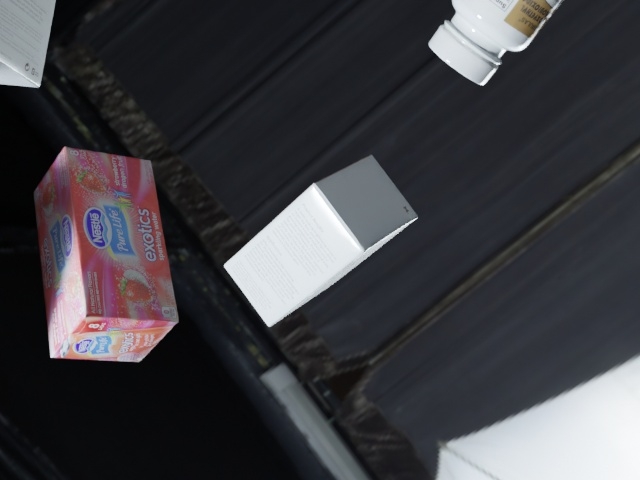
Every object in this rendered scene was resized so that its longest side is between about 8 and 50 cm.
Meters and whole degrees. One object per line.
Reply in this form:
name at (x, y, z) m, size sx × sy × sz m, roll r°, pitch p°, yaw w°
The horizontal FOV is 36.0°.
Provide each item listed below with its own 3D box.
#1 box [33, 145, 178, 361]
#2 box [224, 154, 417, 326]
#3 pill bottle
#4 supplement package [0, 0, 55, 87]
box at (-0.336, 0.022, 1.515) m, size 0.154 × 0.142 × 0.300 m, roll 8°, pitch -126°, yaw -34°
box at (0.000, 0.000, 1.101) m, size 0.091 × 0.170 × 0.130 m, roll 53°, pitch -144°, yaw 5°
pill bottle at (0.259, -0.337, 1.374) m, size 0.131 × 0.229 × 0.131 m, roll 32°, pitch -160°, yaw -14°
supplement package at (-0.355, -0.297, 1.005) m, size 0.134 × 0.139 × 0.244 m, roll 40°, pitch -123°, yaw -76°
